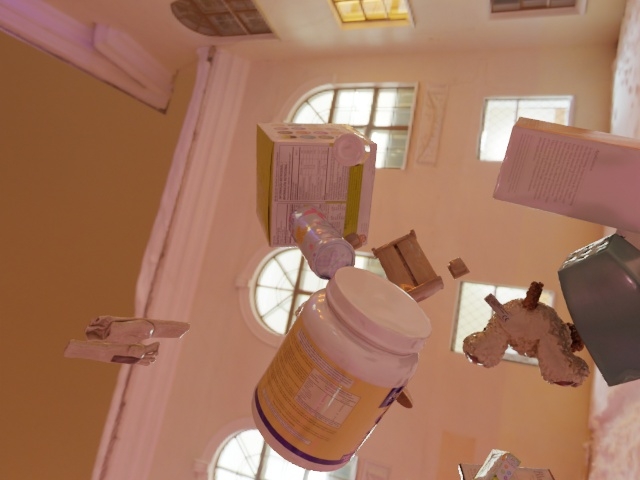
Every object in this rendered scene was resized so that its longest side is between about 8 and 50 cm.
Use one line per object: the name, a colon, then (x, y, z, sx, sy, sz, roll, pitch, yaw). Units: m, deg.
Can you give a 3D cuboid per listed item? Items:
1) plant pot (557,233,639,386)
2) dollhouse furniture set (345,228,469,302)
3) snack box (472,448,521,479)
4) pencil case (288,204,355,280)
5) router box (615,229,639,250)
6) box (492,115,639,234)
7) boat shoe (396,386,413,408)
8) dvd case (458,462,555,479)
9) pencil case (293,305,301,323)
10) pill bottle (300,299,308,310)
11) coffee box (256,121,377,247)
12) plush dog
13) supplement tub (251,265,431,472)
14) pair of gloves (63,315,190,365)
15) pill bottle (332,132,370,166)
plant pot: (0.579, 0.120, 0.967, 0.165, 0.165, 0.234, -27, -98, -49)
dollhouse furniture set: (0.221, 0.087, 1.501, 0.174, 0.355, 0.303, 60, -173, -49)
snack box: (0.436, 0.575, 1.247, 0.100, 0.037, 0.141, -50, -14, -13)
pencil case: (0.000, 0.000, 1.329, 0.124, 0.273, 0.114, 16, -72, -26)
router box: (0.971, 0.000, 1.350, 0.082, 0.301, 0.336, -3, -70, -36)
box: (0.584, -0.150, 1.106, 0.215, 0.344, 0.169, -38, -39, -61)
boat shoe: (0.244, 0.451, 1.581, 0.170, 0.063, 0.059, 54, -131, -5)
dvd case: (0.512, 0.667, 1.332, 0.180, 0.252, 0.022, -70, -18, -76)
pencil case: (-0.082, 0.478, 2.045, 0.183, 0.159, 0.411, 24, -99, -44)
pill bottle: (-0.013, 0.177, 1.144, 0.043, 0.043, 0.083, -51, -56, -52)
coffee box: (-0.034, -0.196, 1.670, 0.338, 0.333, 0.339, -124, 35, -63)
plush dog: (0.479, 0.202, 1.151, 0.225, 0.262, 0.211, 16, -97, -63)
supplement tub: (0.037, 0.241, 0.957, 0.332, 0.241, 0.241, -60, -16, 21)
pair of gloves: (-0.418, 0.221, 1.077, 0.204, 0.240, 0.042, 15, -128, -40)
pill bottle: (0.065, -0.181, 1.003, 0.116, 0.065, 0.065, -35, -52, -76)
